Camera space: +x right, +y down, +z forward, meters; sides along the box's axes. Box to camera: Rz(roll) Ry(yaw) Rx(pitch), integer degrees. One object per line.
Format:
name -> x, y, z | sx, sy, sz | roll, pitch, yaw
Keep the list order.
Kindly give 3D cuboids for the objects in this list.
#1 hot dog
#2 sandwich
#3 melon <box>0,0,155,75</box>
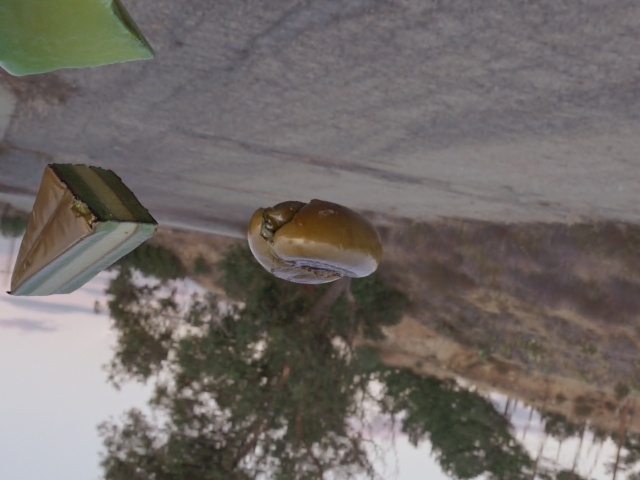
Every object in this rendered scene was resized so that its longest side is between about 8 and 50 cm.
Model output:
hot dog -> 0.002, 0.000, 0.650 | 0.089, 0.060, 0.140 | -9, 162, 34
sandwich -> -0.245, 0.019, 0.869 | 0.079, 0.163, 0.113 | 3, -149, -46
melon -> -0.088, -0.139, 0.348 | 0.117, 0.064, 0.209 | 1, 153, -35
